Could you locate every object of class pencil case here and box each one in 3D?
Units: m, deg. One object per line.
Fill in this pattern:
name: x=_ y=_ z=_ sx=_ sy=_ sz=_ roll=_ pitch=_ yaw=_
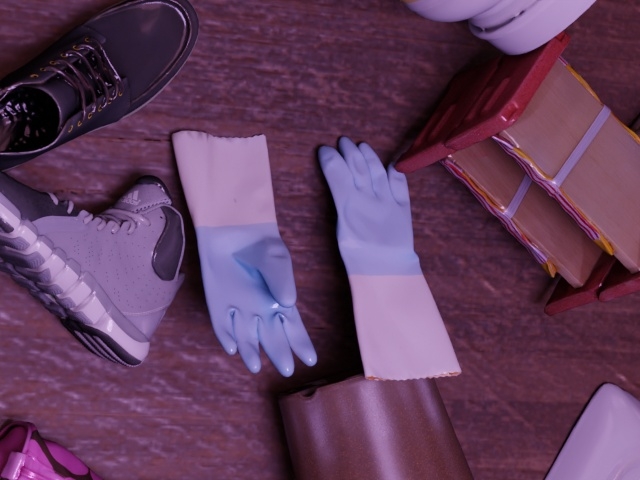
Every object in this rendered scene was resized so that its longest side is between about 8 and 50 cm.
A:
pencil case: x=-0.170 y=0.225 z=1.261 sx=0.209 sy=0.098 sz=0.095 roll=36 pitch=80 yaw=-16

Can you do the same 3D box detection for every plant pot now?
plant pot: x=0.046 y=0.184 z=1.308 sx=0.167 sy=0.167 sz=0.165 roll=-17 pitch=90 yaw=-18

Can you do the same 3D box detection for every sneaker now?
sneaker: x=-0.182 y=-0.016 z=1.248 sx=0.132 sy=0.086 sz=0.229 roll=-55 pitch=133 yaw=-20
sneaker: x=-0.174 y=-0.119 z=1.238 sx=0.222 sy=0.118 sz=0.083 roll=-36 pitch=102 yaw=-15

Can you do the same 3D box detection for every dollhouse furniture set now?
dollhouse furniture set: x=0.260 y=-0.140 z=1.395 sx=0.201 sy=0.152 sz=0.374 roll=45 pitch=61 yaw=-14

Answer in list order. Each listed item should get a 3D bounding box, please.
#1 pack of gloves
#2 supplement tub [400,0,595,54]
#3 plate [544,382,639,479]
pack of gloves: x=0.000 y=0.000 z=1.277 sx=0.195 sy=0.046 sz=0.232 roll=-1 pitch=57 yaw=-21
supplement tub: x=0.082 y=-0.321 z=1.257 sx=0.331 sy=0.241 sz=0.241 roll=35 pitch=80 yaw=-17
plate: x=0.291 y=0.313 z=1.452 sx=0.278 sy=0.045 sz=0.277 roll=36 pitch=80 yaw=-17
